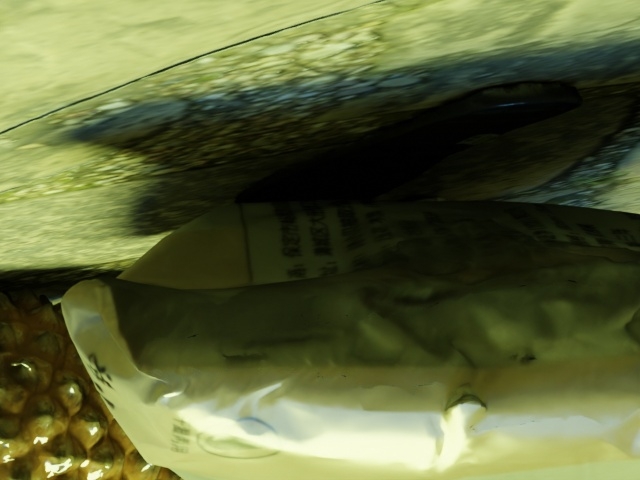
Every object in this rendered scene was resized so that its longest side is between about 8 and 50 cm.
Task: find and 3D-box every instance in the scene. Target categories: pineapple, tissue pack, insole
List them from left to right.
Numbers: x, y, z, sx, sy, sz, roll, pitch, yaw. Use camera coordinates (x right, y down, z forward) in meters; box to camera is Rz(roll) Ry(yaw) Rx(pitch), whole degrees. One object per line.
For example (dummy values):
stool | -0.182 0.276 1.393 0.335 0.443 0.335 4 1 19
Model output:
pineapple | -0.262 0.119 1.128 0.223 0.223 0.357 -13 153 27
insole | 0.037 -0.042 0.900 0.110 0.012 0.309 -3 171 -31
tissue pack | 0.061 0.063 0.909 0.390 0.195 0.375 1 171 -5

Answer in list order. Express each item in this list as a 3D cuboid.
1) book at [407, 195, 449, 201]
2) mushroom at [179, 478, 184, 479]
book | 0.000 0.000 1.147 0.199 0.016 0.138 -10 172 13
mushroom | -0.170 0.163 1.465 0.263 0.195 0.283 0 -178 41
